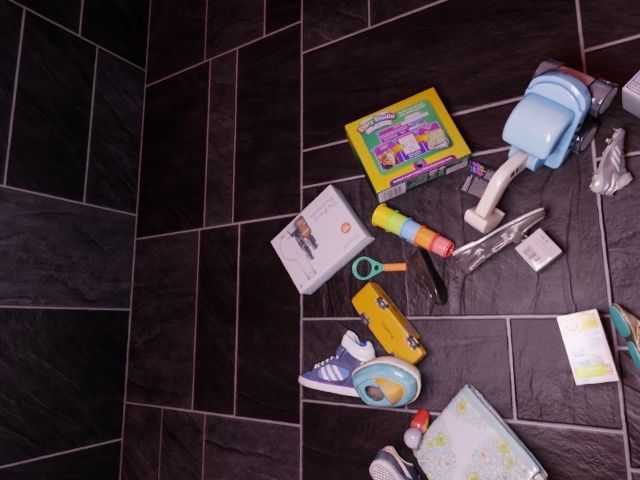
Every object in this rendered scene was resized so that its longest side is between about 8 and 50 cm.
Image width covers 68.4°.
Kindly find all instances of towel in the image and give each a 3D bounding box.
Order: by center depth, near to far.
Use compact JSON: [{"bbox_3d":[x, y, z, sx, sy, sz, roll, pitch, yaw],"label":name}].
[{"bbox_3d":[0.475,0.690,1.468,0.321,0.090,0.374,-53,33,12],"label":"towel"}]

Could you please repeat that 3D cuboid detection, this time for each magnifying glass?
[{"bbox_3d":[0.228,0.107,1.839,0.230,0.026,0.092,-4,79,32],"label":"magnifying glass"}]

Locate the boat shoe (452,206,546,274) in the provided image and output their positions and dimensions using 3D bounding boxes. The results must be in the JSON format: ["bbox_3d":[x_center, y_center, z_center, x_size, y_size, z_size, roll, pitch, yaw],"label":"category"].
[{"bbox_3d":[0.605,0.006,1.570,0.335,0.112,0.096,-33,78,29],"label":"boat shoe"}]

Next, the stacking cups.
[{"bbox_3d":[0.343,-0.040,1.741,0.316,0.096,0.096,28,97,32],"label":"stacking cups"}]

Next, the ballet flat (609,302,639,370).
[{"bbox_3d":[0.909,0.274,1.355,0.067,0.073,0.207,-17,74,1],"label":"ballet flat"}]

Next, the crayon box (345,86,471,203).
[{"bbox_3d":[0.314,-0.352,1.740,0.362,0.106,0.313,-23,67,2],"label":"crayon box"}]

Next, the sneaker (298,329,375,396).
[{"bbox_3d":[0.070,0.466,1.830,0.322,0.130,0.237,-1,73,36],"label":"sneaker"}]

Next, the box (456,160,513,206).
[{"bbox_3d":[0.579,-0.201,1.662,0.162,0.029,0.116,30,98,32],"label":"box"}]

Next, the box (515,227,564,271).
[{"bbox_3d":[0.702,0.034,1.506,0.102,0.087,0.101,-44,62,18],"label":"box"}]

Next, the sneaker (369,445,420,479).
[{"bbox_3d":[0.296,0.859,1.617,0.126,0.127,0.321,-29,92,32],"label":"sneaker"}]

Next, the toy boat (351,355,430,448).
[{"bbox_3d":[0.257,0.542,1.594,0.267,0.148,0.318,-34,96,41],"label":"toy boat"}]

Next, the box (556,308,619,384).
[{"bbox_3d":[0.789,0.312,1.392,0.114,0.103,0.203,-18,73,29],"label":"box"}]

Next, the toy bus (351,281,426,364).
[{"bbox_3d":[0.253,0.310,1.724,0.108,0.130,0.333,-47,61,17],"label":"toy bus"}]

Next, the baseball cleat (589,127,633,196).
[{"bbox_3d":[0.909,-0.235,1.441,0.109,0.072,0.206,24,100,20],"label":"baseball cleat"}]

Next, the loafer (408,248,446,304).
[{"bbox_3d":[0.385,0.140,1.708,0.078,0.080,0.220,-37,58,33],"label":"loafer"}]

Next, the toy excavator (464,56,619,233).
[{"bbox_3d":[0.638,-0.281,1.467,0.445,0.433,0.222,-35,57,-21],"label":"toy excavator"}]

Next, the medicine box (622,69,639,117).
[{"bbox_3d":[1.067,-0.446,1.315,0.289,0.149,0.263,-50,60,16],"label":"medicine box"}]

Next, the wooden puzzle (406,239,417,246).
[{"bbox_3d":[0.357,-0.010,1.785,0.083,0.006,0.050,32,99,33],"label":"wooden puzzle"}]

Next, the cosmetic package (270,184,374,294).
[{"bbox_3d":[0.000,0.000,1.965,0.377,0.097,0.285,-43,65,20],"label":"cosmetic package"}]
